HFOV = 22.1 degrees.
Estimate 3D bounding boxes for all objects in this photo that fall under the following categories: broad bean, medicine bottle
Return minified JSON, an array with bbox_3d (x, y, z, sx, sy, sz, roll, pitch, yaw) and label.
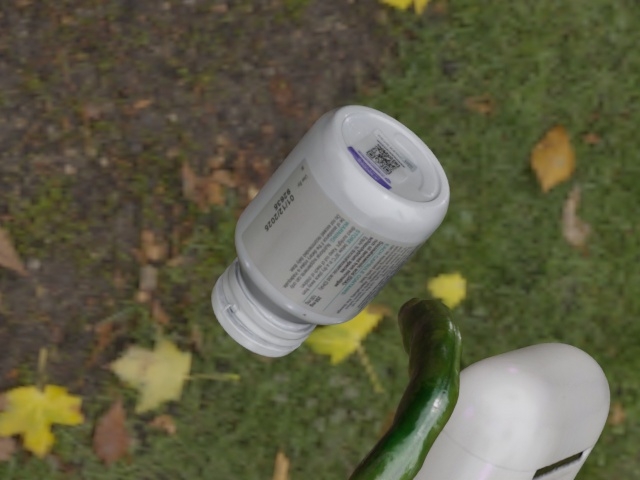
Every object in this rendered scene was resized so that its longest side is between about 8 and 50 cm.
[{"bbox_3d":[0.072,0.143,1.478,0.049,0.144,0.292,44,50,-20],"label":"broad bean"},{"bbox_3d":[0.000,0.000,1.400,0.135,0.215,0.135,27,35,-20],"label":"medicine bottle"}]

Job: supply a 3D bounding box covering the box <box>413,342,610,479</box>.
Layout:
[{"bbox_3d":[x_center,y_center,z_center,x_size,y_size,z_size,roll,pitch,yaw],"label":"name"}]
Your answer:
[{"bbox_3d":[0.190,0.282,1.912,0.289,0.141,0.349,-6,127,-56],"label":"box"}]
